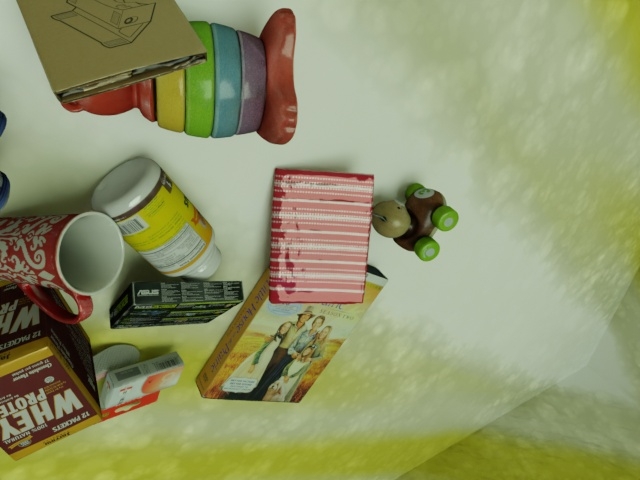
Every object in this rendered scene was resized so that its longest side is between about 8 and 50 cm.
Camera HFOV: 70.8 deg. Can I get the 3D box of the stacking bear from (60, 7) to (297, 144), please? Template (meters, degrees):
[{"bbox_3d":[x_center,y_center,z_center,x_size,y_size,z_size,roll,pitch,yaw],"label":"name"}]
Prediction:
[{"bbox_3d":[-0.191,-0.219,0.607,0.288,0.164,0.176,-1,90,-19],"label":"stacking bear"}]

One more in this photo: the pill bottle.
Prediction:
[{"bbox_3d":[-0.253,-0.021,0.733,0.117,0.117,0.215,-37,135,-5],"label":"pill bottle"}]

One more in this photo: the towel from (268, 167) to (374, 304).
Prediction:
[{"bbox_3d":[0.000,0.000,0.890,0.198,0.031,0.275,2,104,-9],"label":"towel"}]

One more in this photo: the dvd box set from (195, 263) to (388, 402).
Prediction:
[{"bbox_3d":[-0.060,0.209,1.068,0.307,0.062,0.420,22,108,-41],"label":"dvd box set"}]

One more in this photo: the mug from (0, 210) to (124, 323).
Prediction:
[{"bbox_3d":[-0.384,0.031,0.624,0.113,0.169,0.150,45,50,-65],"label":"mug"}]

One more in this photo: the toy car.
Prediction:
[{"bbox_3d":[0.167,-0.060,0.974,0.188,0.155,0.149,16,112,-27],"label":"toy car"}]

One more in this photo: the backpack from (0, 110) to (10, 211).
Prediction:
[{"bbox_3d":[-0.464,-0.074,0.469,0.263,0.276,0.213,-47,140,-4],"label":"backpack"}]

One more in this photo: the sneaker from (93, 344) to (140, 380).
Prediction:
[{"bbox_3d":[-0.423,0.242,0.867,0.070,0.051,0.134,-34,167,39],"label":"sneaker"}]

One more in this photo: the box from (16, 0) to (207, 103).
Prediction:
[{"bbox_3d":[-0.246,-0.255,0.518,0.164,0.201,0.021,-25,158,-18],"label":"box"}]

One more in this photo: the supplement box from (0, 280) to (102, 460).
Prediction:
[{"bbox_3d":[-0.451,0.185,0.699,0.129,0.194,0.191,-22,131,-19],"label":"supplement box"}]

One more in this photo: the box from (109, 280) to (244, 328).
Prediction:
[{"bbox_3d":[-0.262,0.117,0.811,0.190,0.045,0.184,3,155,-34],"label":"box"}]

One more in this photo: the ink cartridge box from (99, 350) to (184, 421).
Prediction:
[{"bbox_3d":[-0.371,0.313,0.914,0.145,0.045,0.179,-8,134,-46],"label":"ink cartridge box"}]
